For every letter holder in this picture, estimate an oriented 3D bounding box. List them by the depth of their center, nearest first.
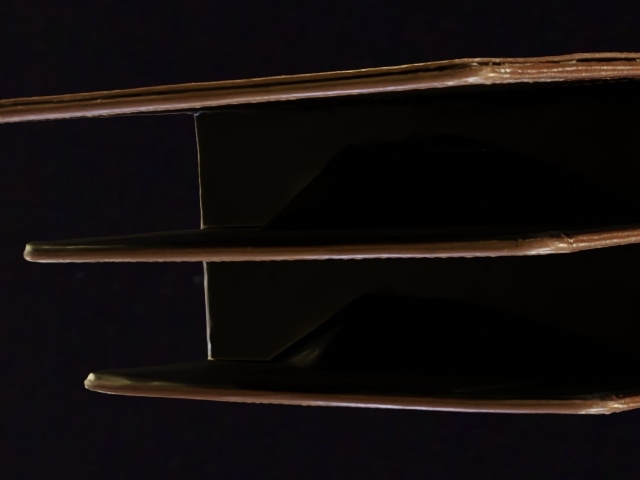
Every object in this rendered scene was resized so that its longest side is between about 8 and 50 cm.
[{"bbox_3d":[0.000,0.000,0.840,0.302,0.214,0.152,-1,-88,38],"label":"letter holder"}]
